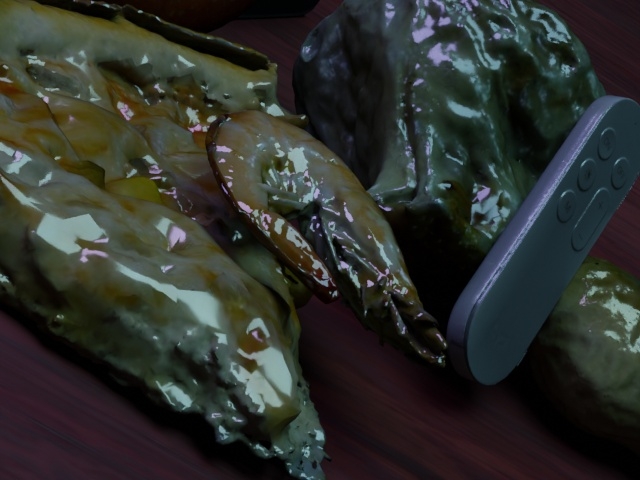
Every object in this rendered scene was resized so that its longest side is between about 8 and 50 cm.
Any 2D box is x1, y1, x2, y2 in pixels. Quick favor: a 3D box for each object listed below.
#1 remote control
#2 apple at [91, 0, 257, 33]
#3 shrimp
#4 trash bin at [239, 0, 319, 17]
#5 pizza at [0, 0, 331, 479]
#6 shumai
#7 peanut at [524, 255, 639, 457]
[{"bbox_3d":[0.163,-0.002,1.373,0.022,0.245,0.077,15,-30,41],"label":"remote control"},{"bbox_3d":[-0.138,-0.286,1.471,0.272,0.252,0.206,-9,33,-35],"label":"apple"},{"bbox_3d":[0.003,-0.003,1.229,0.133,0.053,0.236,19,32,-53],"label":"shrimp"},{"bbox_3d":[-0.095,-0.304,1.717,0.225,0.115,0.165,49,27,17],"label":"trash bin"},{"bbox_3d":[-0.165,-0.062,1.249,0.392,0.080,0.435,25,27,-23],"label":"pizza"},{"bbox_3d":[0.062,-0.076,1.430,0.260,0.225,0.222,31,40,28],"label":"shumai"},{"bbox_3d":[0.240,0.113,1.423,0.236,0.110,0.120,46,8,3],"label":"peanut"}]
